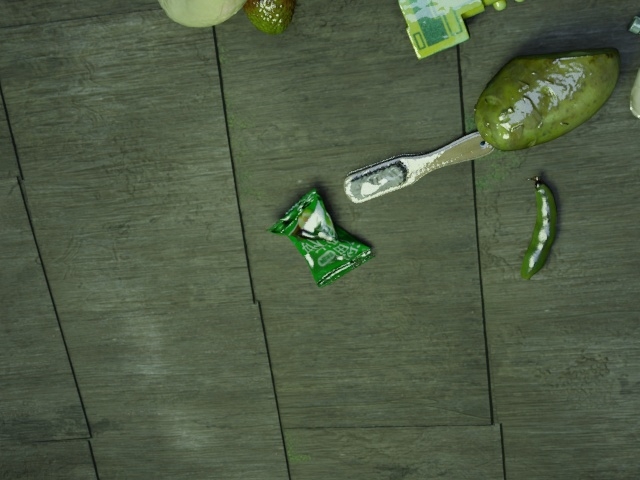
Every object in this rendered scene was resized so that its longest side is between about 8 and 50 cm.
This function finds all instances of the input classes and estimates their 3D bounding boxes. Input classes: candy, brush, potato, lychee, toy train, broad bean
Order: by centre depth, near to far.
[{"bbox_3d":[0.307,-0.514,1.711,0.369,0.150,0.237,-20,112,16],"label":"toy train"},{"bbox_3d":[0.434,-0.284,1.764,0.298,0.141,0.176,-30,108,9],"label":"potato"},{"bbox_3d":[-0.101,-0.475,1.809,0.114,0.114,0.146,-5,125,12],"label":"lychee"},{"bbox_3d":[0.199,-0.151,1.889,0.328,0.065,0.070,-19,101,15],"label":"brush"},{"bbox_3d":[0.451,-0.025,1.895,0.069,0.039,0.226,0,107,4],"label":"broad bean"},{"bbox_3d":[0.002,-0.003,1.967,0.141,0.078,0.203,-30,112,29],"label":"candy"}]

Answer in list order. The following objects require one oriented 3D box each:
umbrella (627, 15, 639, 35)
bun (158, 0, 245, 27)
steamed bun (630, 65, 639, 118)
[{"bbox_3d":[0.673,-0.372,1.740,0.188,0.046,0.050,29,92,3],"label":"umbrella"},{"bbox_3d":[-0.204,-0.582,1.703,0.213,0.361,0.361,-3,109,-14],"label":"bun"},{"bbox_3d":[0.671,-0.285,1.719,0.183,0.106,0.183,16,148,10],"label":"steamed bun"}]
